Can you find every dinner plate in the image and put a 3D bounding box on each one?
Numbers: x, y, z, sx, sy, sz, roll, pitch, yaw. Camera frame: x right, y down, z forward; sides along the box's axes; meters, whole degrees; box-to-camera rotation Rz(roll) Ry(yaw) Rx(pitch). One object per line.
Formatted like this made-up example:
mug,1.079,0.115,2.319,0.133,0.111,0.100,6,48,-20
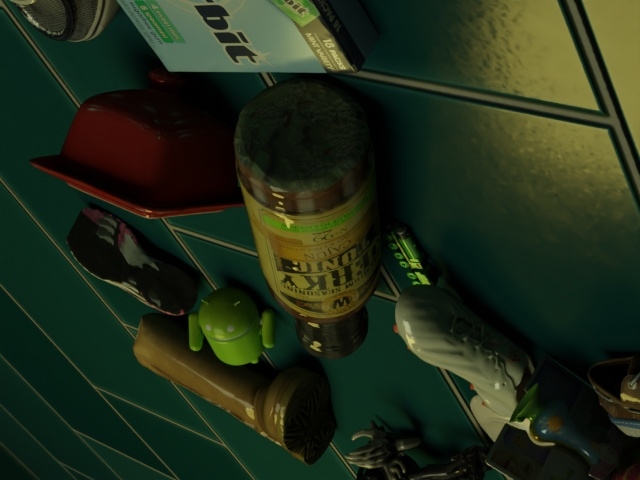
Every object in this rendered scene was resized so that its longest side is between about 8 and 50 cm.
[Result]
dinner plate,0.210,0.204,1.419,0.141,0.017,0.141,31,159,13

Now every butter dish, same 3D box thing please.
butter dish,-0.143,-0.093,1.223,0.160,0.118,0.160,22,-162,32

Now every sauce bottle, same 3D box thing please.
sauce bottle,0.000,0.000,1.195,0.111,0.111,0.344,28,158,20

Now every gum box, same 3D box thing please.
gum box,-0.072,-0.185,0.982,0.184,0.041,0.157,6,146,39

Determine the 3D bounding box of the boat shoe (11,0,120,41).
boat shoe,-0.248,-0.222,1.040,0.127,0.158,0.340,30,157,15

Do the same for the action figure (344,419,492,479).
action figure,0.088,0.285,1.577,0.276,0.141,0.164,-16,81,58

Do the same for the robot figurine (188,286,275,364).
robot figurine,-0.099,0.097,1.586,0.101,0.067,0.115,-1,146,13

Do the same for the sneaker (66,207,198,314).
sneaker,-0.223,0.036,1.651,0.178,0.072,0.077,39,169,7

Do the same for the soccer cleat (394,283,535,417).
soccer cleat,0.141,0.099,1.244,0.076,0.068,0.196,4,151,48

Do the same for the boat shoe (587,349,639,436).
boat shoe,0.267,0.117,1.092,0.066,0.066,0.183,42,158,-10

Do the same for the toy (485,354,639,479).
toy,0.270,0.198,1.181,0.237,0.137,0.056,33,139,6

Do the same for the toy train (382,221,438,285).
toy train,0.080,0.014,1.225,0.024,0.017,0.083,5,144,36

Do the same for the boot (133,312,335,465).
boot,-0.120,0.168,1.738,0.270,0.089,0.236,29,157,19
